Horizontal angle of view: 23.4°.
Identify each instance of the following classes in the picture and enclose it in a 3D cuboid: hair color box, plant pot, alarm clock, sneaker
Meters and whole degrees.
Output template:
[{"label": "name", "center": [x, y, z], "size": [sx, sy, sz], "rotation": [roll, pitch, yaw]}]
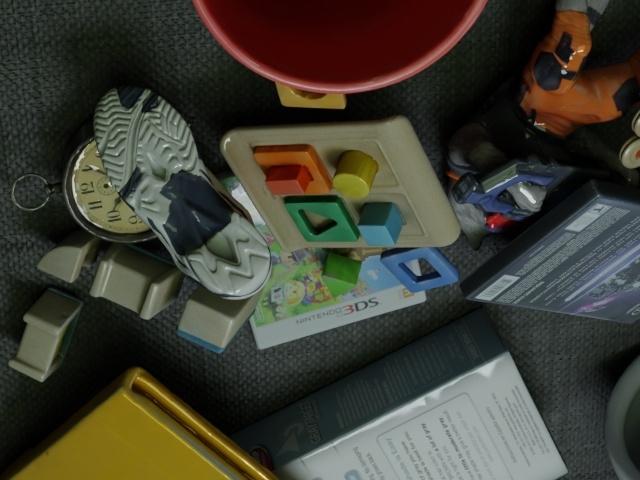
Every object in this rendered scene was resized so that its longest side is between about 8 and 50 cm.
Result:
[{"label": "hair color box", "center": [0.063, 0.250, 1.723], "size": [0.374, 0.113, 0.185], "rotation": [-27, 117, 3]}, {"label": "plant pot", "center": [-0.001, -0.297, 1.357], "size": [0.275, 0.243, 0.275], "rotation": [-5, 118, -9]}, {"label": "alarm clock", "center": [-0.212, -0.063, 1.535], "size": [0.192, 0.064, 0.129], "rotation": [-10, 118, -10]}, {"label": "sneaker", "center": [-0.131, -0.035, 1.486], "size": [0.094, 0.153, 0.235], "rotation": [-43, 82, -10]}]

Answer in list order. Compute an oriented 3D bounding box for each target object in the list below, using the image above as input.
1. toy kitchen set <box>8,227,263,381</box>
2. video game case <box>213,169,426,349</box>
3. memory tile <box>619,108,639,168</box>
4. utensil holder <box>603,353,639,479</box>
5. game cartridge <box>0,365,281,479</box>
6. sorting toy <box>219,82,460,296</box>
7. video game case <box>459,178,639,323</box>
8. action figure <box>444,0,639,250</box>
[{"label": "toy kitchen set", "center": [-0.190, 0.087, 1.597], "size": [0.207, 0.122, 0.166], "rotation": [24, 113, 6]}, {"label": "video game case", "center": [0.000, 0.000, 1.633], "size": [0.193, 0.023, 0.212], "rotation": [-16, 118, -3]}, {"label": "memory tile", "center": [0.367, -0.119, 1.522], "size": [0.148, 0.012, 0.113], "rotation": [-5, 130, -30]}, {"label": "utensil holder", "center": [0.530, 0.314, 1.736], "size": [0.328, 0.327, 0.385], "rotation": [-26, 121, 2]}, {"label": "game cartridge", "center": [-0.189, 0.302, 1.644], "size": [0.285, 0.052, 0.324], "rotation": [41, 128, -14]}, {"label": "sorting toy", "center": [0.017, -0.043, 1.501], "size": [0.196, 0.047, 0.347], "rotation": [-4, 139, 26]}, {"label": "video game case", "center": [0.305, 0.018, 1.608], "size": [0.274, 0.026, 0.196], "rotation": [9, 142, -41]}, {"label": "action figure", "center": [0.257, -0.124, 1.582], "size": [0.341, 0.178, 0.330], "rotation": [13, 124, -50]}]
